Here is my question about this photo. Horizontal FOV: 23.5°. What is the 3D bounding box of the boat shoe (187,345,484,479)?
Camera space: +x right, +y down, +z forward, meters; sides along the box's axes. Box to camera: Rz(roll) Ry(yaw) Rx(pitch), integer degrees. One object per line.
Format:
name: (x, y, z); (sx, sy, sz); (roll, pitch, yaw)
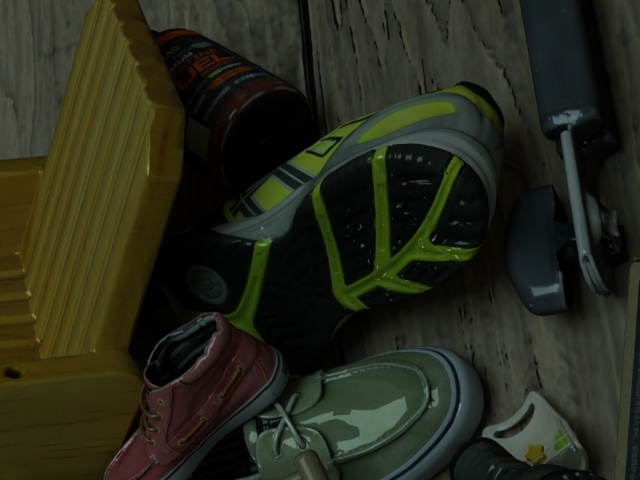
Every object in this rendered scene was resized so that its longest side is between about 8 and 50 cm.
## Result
boat shoe: (-0.020, 0.157, 1.161); (0.302, 0.094, 0.109); (-26, 58, 28)

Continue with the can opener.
can opener: (0.163, -0.084, 1.118); (0.095, 0.076, 0.283); (-16, 62, 19)

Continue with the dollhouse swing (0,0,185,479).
dollhouse swing: (-0.285, -0.013, 1.231); (0.347, 0.315, 0.305); (-116, 25, -54)

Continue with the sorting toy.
sorting toy: (0.146, 0.146, 1.074); (0.083, 0.045, 0.075); (-42, 45, 19)

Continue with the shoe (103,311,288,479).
shoe: (-0.113, 0.125, 1.130); (0.178, 0.081, 0.063); (-40, 38, 12)

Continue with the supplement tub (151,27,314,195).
supplement tub: (-0.103, -0.119, 1.328); (0.198, 0.106, 0.106); (32, 94, 41)

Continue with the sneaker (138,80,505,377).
sneaker: (0.000, 0.000, 1.205); (0.384, 0.145, 0.147); (-22, 22, 40)

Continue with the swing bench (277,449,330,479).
swing bench: (-0.060, 0.321, 1.027); (0.253, 0.165, 0.255); (-27, 94, 6)

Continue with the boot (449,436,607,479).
boot: (0.177, 0.236, 0.975); (0.083, 0.246, 0.161); (-29, 6, -12)

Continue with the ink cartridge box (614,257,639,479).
ink cartridge box: (0.253, 0.130, 0.865); (0.088, 0.234, 0.193); (-4, 71, 37)
